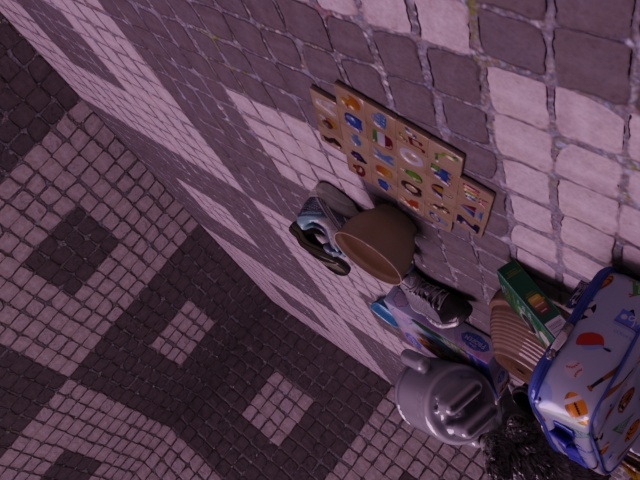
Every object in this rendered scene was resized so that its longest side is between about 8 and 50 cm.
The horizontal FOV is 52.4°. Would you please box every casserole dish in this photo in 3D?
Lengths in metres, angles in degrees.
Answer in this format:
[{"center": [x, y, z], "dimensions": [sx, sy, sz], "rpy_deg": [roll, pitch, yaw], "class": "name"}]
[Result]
[{"center": [0.213, 0.219, 2.003], "dimensions": [0.114, 0.037, 0.188], "rpy_deg": [38, 169, 1], "class": "casserole dish"}]

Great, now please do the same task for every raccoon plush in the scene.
[{"center": [0.574, 0.527, 1.452], "dimensions": [0.446, 0.216, 0.299], "rpy_deg": [0, 148, 30], "class": "raccoon plush"}]

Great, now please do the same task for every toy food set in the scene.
[{"center": [0.633, 0.464, 1.332], "dimensions": [0.192, 0.039, 0.132], "rpy_deg": [36, 172, -32], "class": "toy food set"}]

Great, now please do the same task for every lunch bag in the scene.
[{"center": [0.391, 0.191, 0.904], "dimensions": [0.115, 0.243, 0.303], "rpy_deg": [27, 164, 41], "class": "lunch bag"}]

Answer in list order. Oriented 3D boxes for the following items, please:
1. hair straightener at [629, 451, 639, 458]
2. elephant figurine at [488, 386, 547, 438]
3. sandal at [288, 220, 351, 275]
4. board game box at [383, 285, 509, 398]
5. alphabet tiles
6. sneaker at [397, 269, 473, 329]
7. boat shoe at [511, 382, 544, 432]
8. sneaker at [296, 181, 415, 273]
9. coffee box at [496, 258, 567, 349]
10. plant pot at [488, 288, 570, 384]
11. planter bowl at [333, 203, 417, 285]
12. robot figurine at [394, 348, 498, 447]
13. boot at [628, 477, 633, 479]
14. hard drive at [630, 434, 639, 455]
[{"center": [0.725, 0.478, 1.474], "dimensions": [0.089, 0.047, 0.230], "rpy_deg": [44, 171, -24], "class": "hair straightener"}, {"center": [0.599, 0.534, 1.796], "dimensions": [0.239, 0.186, 0.169], "rpy_deg": [12, -158, 2], "class": "elephant figurine"}, {"center": [-0.001, -0.001, 1.739], "dimensions": [0.120, 0.086, 0.303], "rpy_deg": [40, -176, -32], "class": "sandal"}, {"center": [0.344, 0.274, 1.751], "dimensions": [0.318, 0.066, 0.319], "rpy_deg": [31, 166, 32], "class": "board game box"}, {"center": [0.127, -0.126, 1.064], "dimensions": [0.342, 0.011, 0.285], "rpy_deg": [34, 167, 18], "class": "alphabet tiles"}, {"center": [0.237, 0.121, 1.476], "dimensions": [0.132, 0.086, 0.228], "rpy_deg": [46, 167, -20], "class": "sneaker"}, {"center": [0.481, 0.367, 1.381], "dimensions": [0.112, 0.095, 0.335], "rpy_deg": [64, -173, 2], "class": "boat shoe"}, {"center": [0.073, 0.001, 1.412], "dimensions": [0.283, 0.122, 0.110], "rpy_deg": [35, 167, 13], "class": "sneaker"}, {"center": [0.365, 0.126, 1.074], "dimensions": [0.184, 0.040, 0.113], "rpy_deg": [58, -178, 38], "class": "coffee box"}, {"center": [0.406, 0.204, 1.225], "dimensions": [0.237, 0.110, 0.237], "rpy_deg": [36, 167, 10], "class": "plant pot"}, {"center": [0.123, -0.003, 1.284], "dimensions": [0.162, 0.109, 0.162], "rpy_deg": [35, 164, 12], "class": "planter bowl"}, {"center": [0.316, 0.412, 1.700], "dimensions": [0.300, 0.199, 0.353], "rpy_deg": [59, 165, -3], "class": "robot figurine"}, {"center": [0.916, 0.722, 1.665], "dimensions": [0.248, 0.090, 0.207], "rpy_deg": [49, 167, -27], "class": "boot"}, {"center": [0.638, 0.399, 1.277], "dimensions": [0.254, 0.054, 0.172], "rpy_deg": [26, 175, 22], "class": "hard drive"}]
